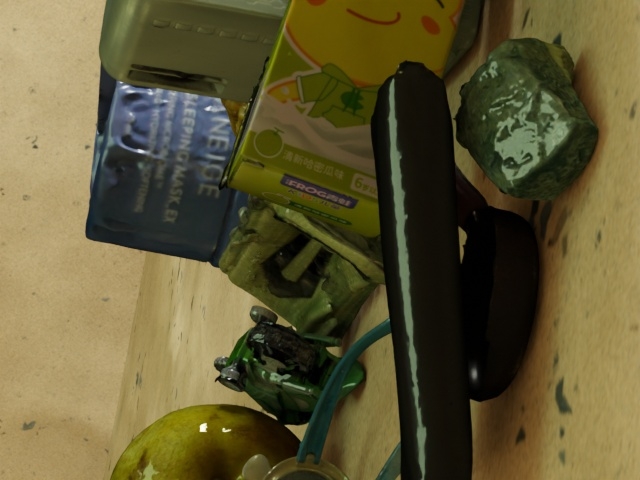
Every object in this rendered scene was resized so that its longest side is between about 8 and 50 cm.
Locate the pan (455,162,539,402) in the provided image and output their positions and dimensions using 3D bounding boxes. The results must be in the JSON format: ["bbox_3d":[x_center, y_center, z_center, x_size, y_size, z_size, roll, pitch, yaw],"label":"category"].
[{"bbox_3d":[0.095,0.004,1.110,0.212,0.040,0.115,-99,18,-46],"label":"pan"}]

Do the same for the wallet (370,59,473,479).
[{"bbox_3d":[0.057,0.025,1.065,0.149,0.044,0.250,110,155,-83],"label":"wallet"}]

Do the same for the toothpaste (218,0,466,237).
[{"bbox_3d":[0.037,-0.167,1.214,0.077,0.110,0.327,128,161,-73],"label":"toothpaste"}]

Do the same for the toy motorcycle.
[{"bbox_3d":[-0.030,0.113,1.545,0.074,0.106,0.190,-64,8,-19],"label":"toy motorcycle"}]

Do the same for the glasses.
[{"bbox_3d":[0.035,0.174,1.324,0.220,0.088,0.190,-51,25,31],"label":"glasses"}]

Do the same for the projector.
[{"bbox_3d":[-0.027,-0.175,1.347,0.198,0.250,0.108,130,146,-73],"label":"projector"}]

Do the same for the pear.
[{"bbox_3d":[-0.087,0.230,1.542,0.200,0.200,0.200,-171,90,-80],"label":"pear"}]

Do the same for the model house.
[{"bbox_3d":[0.119,-0.057,1.017,0.079,0.066,0.083,-62,37,32],"label":"model house"}]

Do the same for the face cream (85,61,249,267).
[{"bbox_3d":[-0.126,-0.098,1.918,0.249,0.225,0.249,-173,90,-81],"label":"face cream"}]

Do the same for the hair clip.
[{"bbox_3d":[0.001,-0.001,1.457,0.091,0.138,0.321,-53,2,-16],"label":"hair clip"}]

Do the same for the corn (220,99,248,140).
[{"bbox_3d":[-0.024,-0.104,1.595,0.318,0.115,0.115,77,-160,-77],"label":"corn"}]
